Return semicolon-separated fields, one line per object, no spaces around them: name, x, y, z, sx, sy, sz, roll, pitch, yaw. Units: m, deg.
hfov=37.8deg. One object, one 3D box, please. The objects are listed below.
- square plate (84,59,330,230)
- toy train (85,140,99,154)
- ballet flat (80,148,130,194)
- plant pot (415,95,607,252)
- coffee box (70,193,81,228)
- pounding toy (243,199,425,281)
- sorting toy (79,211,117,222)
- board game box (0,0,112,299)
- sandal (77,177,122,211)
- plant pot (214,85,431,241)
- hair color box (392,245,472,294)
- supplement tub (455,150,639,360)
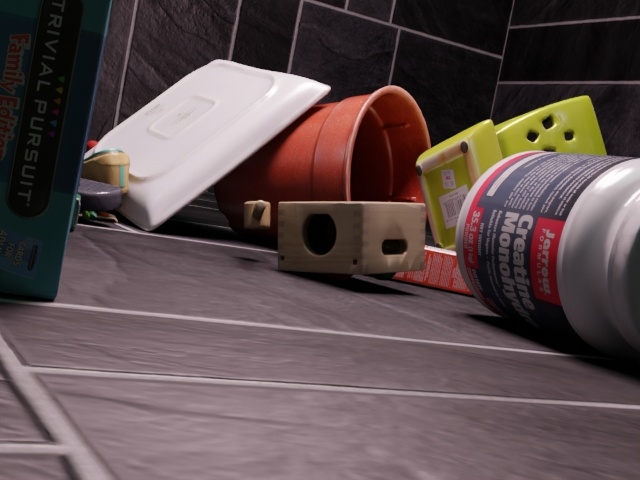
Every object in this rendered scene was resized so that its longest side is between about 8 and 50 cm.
square plate;-0.206;-0.174;1.449;0.344;0.347;0.049;26;-29;53
toy train;-0.369;-0.104;1.657;0.248;0.105;0.143;14;-8;43
ballet flat;-0.353;-0.079;1.380;0.080;0.073;0.232;-10;-1;-38
plant pot;0.280;-0.069;1.382;0.207;0.227;0.228;-11;-5;-24
coffee box;-0.383;-0.050;1.120;0.184;0.040;0.113;10;3;-15
pounding toy;-0.010;0.000;1.114;0.206;0.094;0.181;2;2;40
sorting toy;-0.318;-0.037;1.325;0.062;0.012;0.083;10;3;-15
board game box;-0.233;-0.107;0.769;0.079;0.253;0.336;10;4;-17
sandal;-0.380;-0.063;1.293;0.254;0.054;0.097;16;18;38
plant pot;-0.004;-0.098;1.447;0.265;0.272;0.272;4;0;31
hair color box;0.146;0.034;1.270;0.167;0.053;0.093;13;3;8
supplement tub;0.278;0.010;0.932;0.191;0.191;0.272;9;4;-24
